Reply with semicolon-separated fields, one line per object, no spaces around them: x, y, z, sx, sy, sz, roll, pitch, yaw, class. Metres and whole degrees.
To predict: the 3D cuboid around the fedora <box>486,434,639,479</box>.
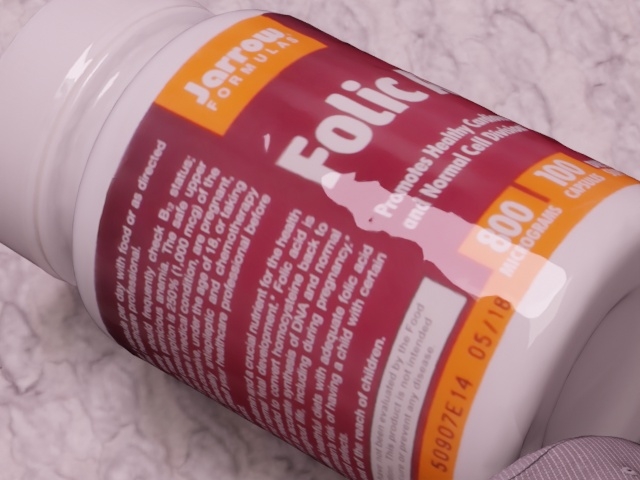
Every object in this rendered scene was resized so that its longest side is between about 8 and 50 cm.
0.128;0.183;0.984;0.275;0.244;0.124;-4;41;-39;fedora

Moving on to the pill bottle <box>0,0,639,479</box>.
0.000;0.000;1.156;0.392;0.224;0.224;27;66;26;pill bottle
